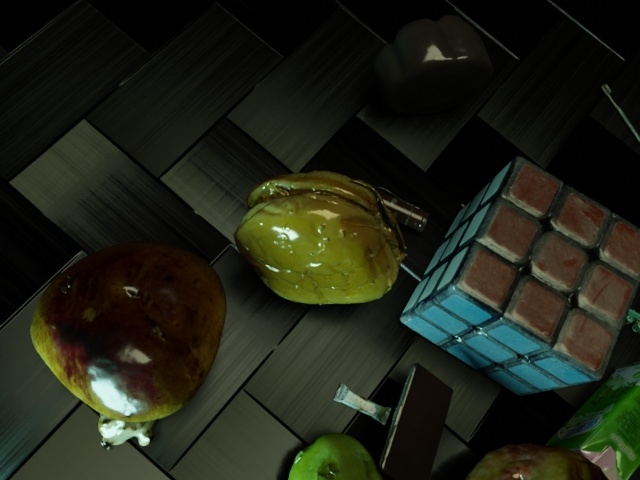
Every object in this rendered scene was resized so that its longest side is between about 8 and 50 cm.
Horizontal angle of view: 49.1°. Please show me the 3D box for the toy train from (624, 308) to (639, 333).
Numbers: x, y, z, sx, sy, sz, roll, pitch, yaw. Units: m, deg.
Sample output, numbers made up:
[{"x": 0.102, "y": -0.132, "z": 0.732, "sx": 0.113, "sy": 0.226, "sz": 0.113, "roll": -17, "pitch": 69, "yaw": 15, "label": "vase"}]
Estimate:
[{"x": 0.666, "y": 0.166, "z": 1.491, "sx": 0.092, "sy": 0.029, "sz": 0.045, "roll": 29, "pitch": 62, "yaw": 1, "label": "toy train"}]

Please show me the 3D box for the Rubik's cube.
[{"x": 0.378, "y": 0.081, "z": 1.319, "sx": 0.305, "sy": 0.301, "sz": 0.303, "roll": 33, "pitch": 69, "yaw": 2, "label": "Rubik's cube"}]

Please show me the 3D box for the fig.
[{"x": 0.382, "y": 0.551, "z": 1.227, "sx": 0.286, "sy": 0.286, "sz": 0.368, "roll": -22, "pitch": 114, "yaw": -17, "label": "fig"}]

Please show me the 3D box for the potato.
[{"x": 0.034, "y": 0.464, "z": 1.212, "sx": 0.186, "sy": 0.149, "sz": 0.253, "roll": 16, "pitch": 61, "yaw": -31, "label": "potato"}]

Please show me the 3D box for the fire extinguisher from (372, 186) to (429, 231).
[{"x": 0.149, "y": -0.073, "z": 1.463, "sx": 0.157, "sy": 0.045, "sz": 0.078, "roll": 23, "pitch": 41, "yaw": -2, "label": "fire extinguisher"}]

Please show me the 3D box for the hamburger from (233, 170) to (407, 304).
[{"x": 0.000, "y": 0.000, "z": 1.264, "sx": 0.319, "sy": 0.318, "sz": 0.158, "roll": 15, "pitch": 58, "yaw": -6, "label": "hamburger"}]

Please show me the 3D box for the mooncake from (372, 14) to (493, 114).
[{"x": 0.233, "y": -0.362, "z": 1.473, "sx": 0.245, "sy": 0.245, "sz": 0.133, "roll": -14, "pitch": 73, "yaw": -15, "label": "mooncake"}]

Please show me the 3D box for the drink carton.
[{"x": 0.573, "y": 0.354, "z": 1.339, "sx": 0.271, "sy": 0.161, "sz": 0.108, "roll": -38, "pitch": 83, "yaw": -19, "label": "drink carton"}]

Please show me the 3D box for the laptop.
[{"x": 0.178, "y": 0.346, "z": 1.293, "sx": 0.154, "sy": 0.026, "sz": 0.207, "roll": 39, "pitch": 62, "yaw": -38, "label": "laptop"}]

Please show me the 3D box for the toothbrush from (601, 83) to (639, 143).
[{"x": 0.715, "y": -0.300, "z": 1.658, "sx": 0.011, "sy": 0.014, "sz": 0.167, "roll": -23, "pitch": 78, "yaw": -26, "label": "toothbrush"}]

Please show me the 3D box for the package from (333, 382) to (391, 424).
[{"x": 0.081, "y": 0.312, "z": 1.336, "sx": 0.110, "sy": 0.015, "sz": 0.037, "roll": 27, "pitch": 75, "yaw": 0, "label": "package"}]

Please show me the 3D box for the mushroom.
[{"x": -0.331, "y": 0.170, "z": 1.224, "sx": 0.346, "sy": 0.259, "sz": 0.345, "roll": 4, "pitch": 44, "yaw": -4, "label": "mushroom"}]
